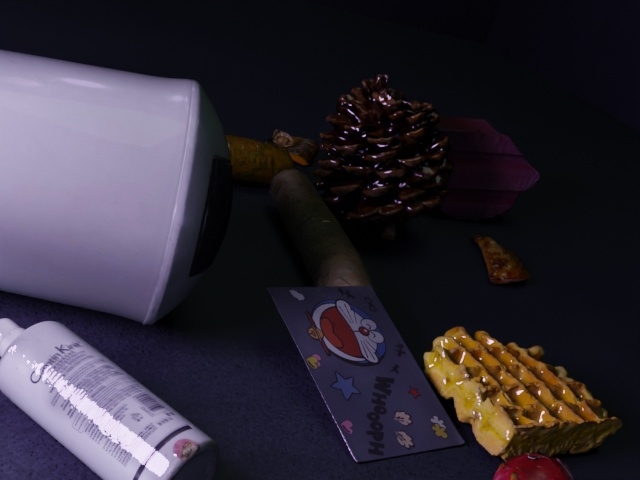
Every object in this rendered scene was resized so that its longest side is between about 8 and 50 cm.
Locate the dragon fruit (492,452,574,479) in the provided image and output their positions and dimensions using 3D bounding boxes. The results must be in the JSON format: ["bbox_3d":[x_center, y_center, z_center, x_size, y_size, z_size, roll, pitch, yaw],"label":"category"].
[{"bbox_3d":[0.221,0.253,0.968,0.094,0.094,0.190,25,17,10],"label":"dragon fruit"}]

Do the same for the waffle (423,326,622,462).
[{"bbox_3d":[0.244,0.183,1.182,0.229,0.057,0.219,4,28,-36],"label":"waffle"}]

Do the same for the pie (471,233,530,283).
[{"bbox_3d":[0.318,0.033,1.619,0.088,0.033,0.191,20,22,-11],"label":"pie"}]

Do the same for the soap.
[{"bbox_3d":[0.290,-0.138,1.790,0.289,0.182,0.112,0,28,-29],"label":"soap"}]

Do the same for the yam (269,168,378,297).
[{"bbox_3d":[0.000,0.000,1.363,0.083,0.083,0.371,11,26,-22],"label":"yam"}]

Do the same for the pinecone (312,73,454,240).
[{"bbox_3d":[0.110,-0.131,1.538,0.243,0.257,0.243,21,6,-3],"label":"pinecone"}]

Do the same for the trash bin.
[{"bbox_3d":[-0.311,-0.070,1.016,0.432,0.280,0.280,11,24,-14],"label":"trash bin"}]

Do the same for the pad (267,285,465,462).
[{"bbox_3d":[0.053,0.145,1.089,0.170,0.006,0.245,2,44,-38],"label":"pad"}]

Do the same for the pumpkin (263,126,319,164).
[{"bbox_3d":[-0.057,-0.174,1.768,0.101,0.035,0.073,23,34,-3],"label":"pumpkin"}]

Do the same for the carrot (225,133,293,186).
[{"bbox_3d":[-0.134,-0.132,1.552,0.173,0.082,0.082,11,24,-39],"label":"carrot"}]

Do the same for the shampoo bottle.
[{"bbox_3d":[-0.212,0.147,0.847,0.262,0.085,0.085,31,25,25],"label":"shampoo bottle"}]
